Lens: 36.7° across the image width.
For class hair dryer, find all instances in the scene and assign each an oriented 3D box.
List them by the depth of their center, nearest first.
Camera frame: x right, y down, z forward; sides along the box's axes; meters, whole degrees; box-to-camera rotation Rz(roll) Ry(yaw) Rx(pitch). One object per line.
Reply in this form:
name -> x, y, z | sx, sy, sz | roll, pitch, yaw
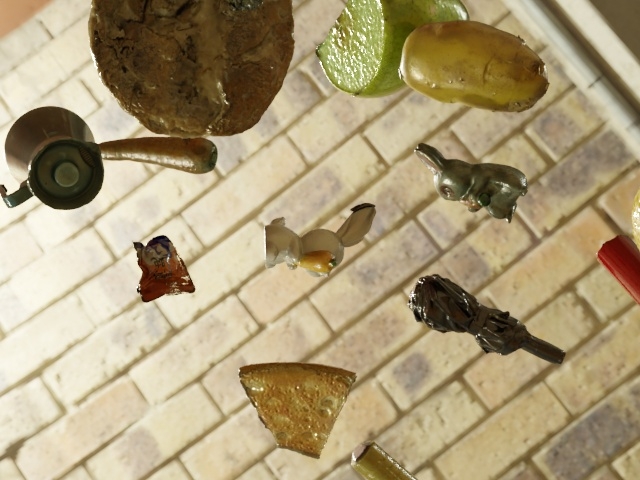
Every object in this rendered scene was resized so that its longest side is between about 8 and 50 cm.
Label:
hair dryer -> 0.152, 0.337, 1.193 | 0.090, 0.278, 0.135 | -39, 12, 41

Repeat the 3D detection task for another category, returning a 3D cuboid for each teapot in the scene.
teapot -> -0.494, -0.138, 1.761 | 0.203, 0.171, 0.225 | -34, 28, -10

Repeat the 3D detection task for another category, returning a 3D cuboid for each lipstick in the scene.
lipstick -> 0.582, 0.101, 1.650 | 0.073, 0.280, 0.073 | -18, -42, -17

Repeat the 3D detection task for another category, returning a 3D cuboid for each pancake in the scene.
pancake -> -0.221, -0.366, 1.690 | 0.387, 0.387, 0.082 | -35, 13, -11

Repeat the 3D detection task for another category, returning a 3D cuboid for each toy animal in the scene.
toy animal -> 0.000, 0.000, 1.551 | 0.181, 0.127, 0.131 | 1, -15, -4
toy animal -> 0.299, -0.118, 1.948 | 0.138, 0.236, 0.108 | -51, -23, -57

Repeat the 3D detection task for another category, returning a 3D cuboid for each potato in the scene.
potato -> 0.313, -0.351, 1.946 | 0.140, 0.300, 0.173 | -52, -25, -71

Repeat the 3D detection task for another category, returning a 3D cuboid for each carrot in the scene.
carrot -> -0.351, -0.180, 1.956 | 0.298, 0.078, 0.078 | 4, -3, 15

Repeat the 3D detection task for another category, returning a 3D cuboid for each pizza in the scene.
pizza -> -0.053, 0.280, 1.721 | 0.080, 0.204, 0.188 | -78, 3, -61

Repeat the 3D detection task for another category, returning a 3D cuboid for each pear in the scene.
pear -> 0.198, -0.468, 2.209 | 0.318, 0.238, 0.342 | -16, -18, -27

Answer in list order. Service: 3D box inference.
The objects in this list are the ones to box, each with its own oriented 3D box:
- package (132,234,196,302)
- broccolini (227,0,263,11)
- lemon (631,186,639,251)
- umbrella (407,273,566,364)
package -> -0.229, 0.040, 1.370 | 0.077, 0.111, 0.033 | -5, -33, -36
broccolini -> -0.147, -0.446, 1.477 | 0.091, 0.203, 0.068 | -17, 18, 49
lemon -> 0.437, -0.013, 1.038 | 0.187, 0.244, 0.187 | -27, -37, -23
umbrella -> 0.336, 0.168, 1.937 | 0.118, 0.340, 0.118 | -157, 90, -83
